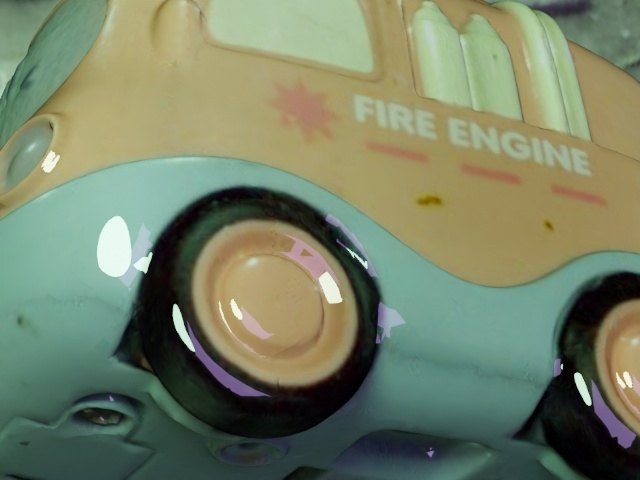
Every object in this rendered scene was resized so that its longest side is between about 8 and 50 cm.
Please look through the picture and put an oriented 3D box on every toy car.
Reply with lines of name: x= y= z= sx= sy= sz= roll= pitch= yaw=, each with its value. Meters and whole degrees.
toy car: x=0.000 y=0.000 z=0.606 sx=0.270 sy=0.180 sz=0.212 roll=11 pitch=59 yaw=-24
